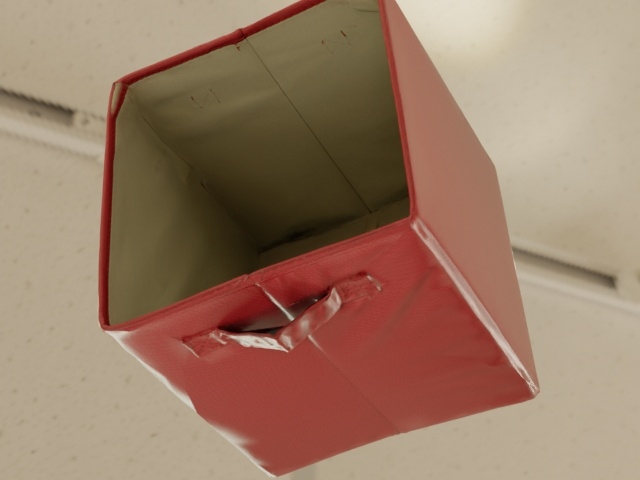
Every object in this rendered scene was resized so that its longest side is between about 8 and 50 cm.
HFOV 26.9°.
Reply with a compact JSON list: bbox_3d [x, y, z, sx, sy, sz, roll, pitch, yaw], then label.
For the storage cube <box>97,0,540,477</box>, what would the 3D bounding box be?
[{"bbox_3d":[0.000,0.000,0.783,0.193,0.183,0.215,50,-154,-46],"label":"storage cube"}]
